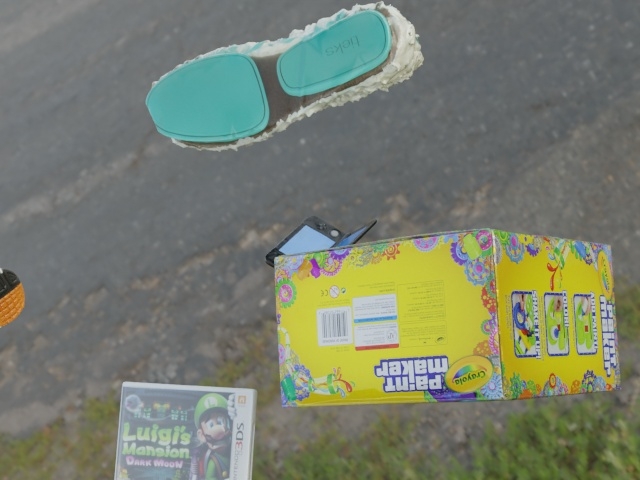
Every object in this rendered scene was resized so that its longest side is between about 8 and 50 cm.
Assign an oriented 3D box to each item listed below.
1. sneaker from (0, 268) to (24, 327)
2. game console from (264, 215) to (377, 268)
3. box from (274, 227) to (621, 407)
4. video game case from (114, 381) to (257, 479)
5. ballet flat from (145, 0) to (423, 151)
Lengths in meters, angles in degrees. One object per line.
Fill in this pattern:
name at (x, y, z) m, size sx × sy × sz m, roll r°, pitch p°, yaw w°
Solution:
sneaker at (-0.590, 0.115, 1.889) m, size 0.121 × 0.099 × 0.262 m, roll -7°, pitch 14°, yaw 43°
game console at (0.000, 0.000, 1.667) m, size 0.107 × 0.071 × 0.122 m, roll 31°, pitch 46°, yaw 19°
box at (0.148, 0.094, 1.379) m, size 0.290 × 0.279 × 0.177 m, roll -8°, pitch 82°, yaw 38°
video game case at (-0.183, 0.281, 1.619) m, size 0.190 × 0.022 × 0.173 m, roll 1°, pitch 81°, yaw 14°
ballet flat at (-0.041, -0.210, 1.650) m, size 0.408 × 0.147 × 0.147 m, roll -12°, pitch 39°, yaw 27°
